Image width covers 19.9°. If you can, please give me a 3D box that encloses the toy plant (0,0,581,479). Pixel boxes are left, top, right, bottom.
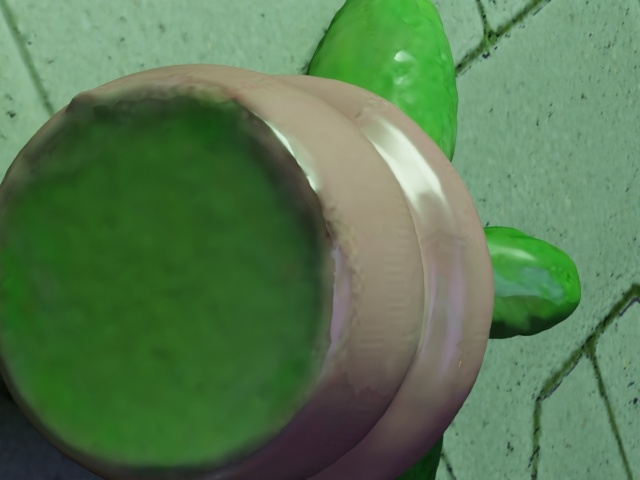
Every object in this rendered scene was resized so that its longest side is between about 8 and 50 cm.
[{"bbox_3d":[-0.006,0.000,0.903,0.356,0.211,0.317,5,85,-62],"label":"toy plant"}]
